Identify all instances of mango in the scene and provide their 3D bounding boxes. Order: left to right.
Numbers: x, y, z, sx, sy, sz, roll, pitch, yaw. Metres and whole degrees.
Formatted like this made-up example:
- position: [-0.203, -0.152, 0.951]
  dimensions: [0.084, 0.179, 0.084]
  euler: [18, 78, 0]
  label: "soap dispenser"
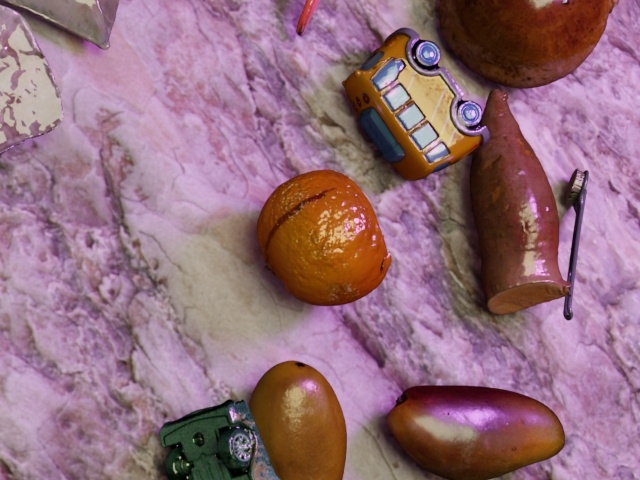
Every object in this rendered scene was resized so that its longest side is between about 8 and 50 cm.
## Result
- position: [-0.028, 0.270, 1.770]
  dimensions: [0.136, 0.099, 0.228]
  euler: [-6, 88, -30]
  label: "mango"
- position: [0.213, 0.267, 1.868]
  dimensions: [0.267, 0.111, 0.133]
  euler: [7, 59, -21]
  label: "mango"

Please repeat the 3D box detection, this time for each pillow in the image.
- position: [-0.322, -0.424, 1.816]
  dimensions: [0.185, 0.075, 0.302]
  euler: [23, 70, -20]
  label: "pillow"

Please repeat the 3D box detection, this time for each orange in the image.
- position: [0.000, 0.000, 1.797]
  dimensions: [0.161, 0.193, 0.193]
  euler: [-32, 92, -9]
  label: "orange"

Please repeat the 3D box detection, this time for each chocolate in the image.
- position: [-0.480, -0.170, 1.670]
  dimensions: [0.303, 0.100, 0.185]
  euler: [-27, 100, -25]
  label: "chocolate"

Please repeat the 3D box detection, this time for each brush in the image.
- position: [0.373, 0.003, 2.006]
  dimensions: [0.027, 0.062, 0.266]
  euler: [14, 55, -1]
  label: "brush"

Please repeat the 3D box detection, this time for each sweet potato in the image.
- position: [0.278, -0.066, 1.969]
  dimensions: [0.131, 0.131, 0.337]
  euler: [-2, 79, -25]
  label: "sweet potato"

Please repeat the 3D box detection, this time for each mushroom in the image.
- position: [0.328, -0.374, 2.031]
  dimensions: [0.283, 0.195, 0.263]
  euler: [-22, 82, -27]
  label: "mushroom"

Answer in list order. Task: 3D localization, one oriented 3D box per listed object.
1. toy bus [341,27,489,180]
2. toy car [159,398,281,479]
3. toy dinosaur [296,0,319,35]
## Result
- position: [0.129, -0.187, 1.938]
  dimensions: [0.136, 0.126, 0.209]
  euler: [-37, 94, -18]
  label: "toy bus"
- position: [-0.096, 0.363, 1.702]
  dimensions: [0.097, 0.141, 0.321]
  euler: [-13, 81, -54]
  label: "toy car"
- position: [0.001, -0.439, 1.980]
  dimensions: [0.139, 0.070, 0.286]
  euler: [38, 68, 0]
  label: "toy dinosaur"
